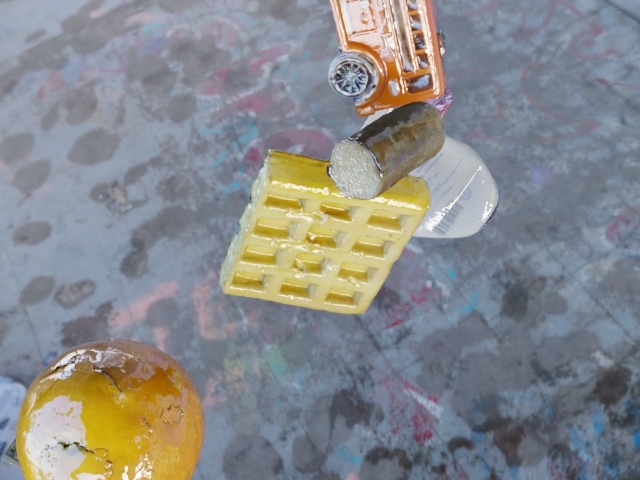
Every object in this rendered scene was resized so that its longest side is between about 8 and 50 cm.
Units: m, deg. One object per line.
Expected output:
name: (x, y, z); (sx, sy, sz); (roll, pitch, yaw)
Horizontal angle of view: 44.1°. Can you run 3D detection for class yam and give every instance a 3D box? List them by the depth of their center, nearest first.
yam: (0.077, -0.103, 0.902); (0.084, 0.084, 0.127); (34, 48, 31)

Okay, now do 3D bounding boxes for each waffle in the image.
waffle: (0.000, 0.000, 1.049); (0.221, 0.247, 0.055); (10, 45, -17)

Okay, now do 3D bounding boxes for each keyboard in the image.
keyboard: (-0.424, 0.299, 1.171); (0.055, 0.176, 0.014); (32, 91, -9)

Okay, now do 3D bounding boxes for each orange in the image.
orange: (-0.275, 0.252, 1.041); (0.246, 0.246, 0.246); (-6, 52, 8)

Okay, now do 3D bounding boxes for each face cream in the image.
face cream: (0.200, -0.108, 1.559); (0.234, 0.420, 0.137); (-57, 44, 19)

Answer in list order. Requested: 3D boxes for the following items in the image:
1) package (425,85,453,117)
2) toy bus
package: (0.200, -0.234, 1.351); (0.029, 0.083, 0.059); (7, 47, -22)
toy bus: (0.062, -0.330, 0.960); (0.153, 0.329, 0.143); (-9, 29, 15)
